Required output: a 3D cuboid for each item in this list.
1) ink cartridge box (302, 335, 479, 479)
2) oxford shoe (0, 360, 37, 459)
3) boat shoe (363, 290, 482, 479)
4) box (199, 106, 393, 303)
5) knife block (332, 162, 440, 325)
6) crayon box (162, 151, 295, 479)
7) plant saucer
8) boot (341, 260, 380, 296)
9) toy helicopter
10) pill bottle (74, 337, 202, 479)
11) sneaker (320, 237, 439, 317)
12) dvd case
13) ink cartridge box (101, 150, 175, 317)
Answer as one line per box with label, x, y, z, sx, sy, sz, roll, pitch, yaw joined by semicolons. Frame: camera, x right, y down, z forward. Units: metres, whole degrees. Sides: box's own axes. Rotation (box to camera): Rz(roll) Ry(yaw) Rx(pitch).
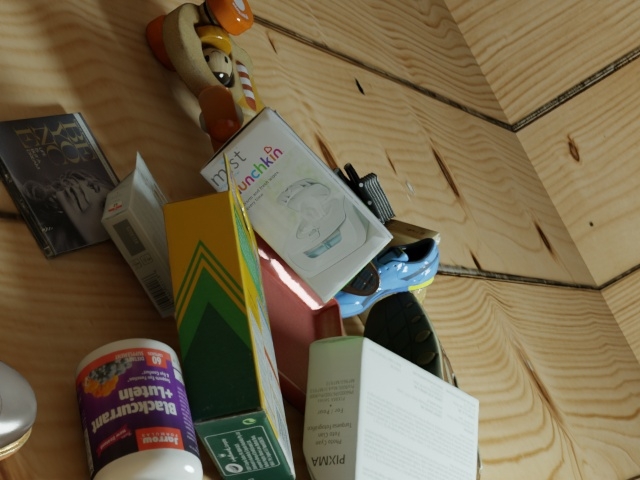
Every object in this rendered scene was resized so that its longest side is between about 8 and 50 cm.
ink cartridge box;0.089;0.348;1.802;0.308;0.091;0.385;33;56;-49
oxford shoe;-0.337;0.096;1.123;0.363;0.132;0.130;28;35;-54
boat shoe;0.154;0.238;2.093;0.120;0.122;0.324;29;43;-62
box;-0.025;-0.049;1.855;0.231;0.127;0.262;45;2;0
knife block;0.053;0.026;2.217;0.088;0.242;0.276;-28;132;-69
crayon box;-0.105;0.093;1.583;0.203;0.083;0.323;74;5;-58
plant saucer;-0.057;0.108;1.870;0.258;0.047;0.259;44;24;-34
boot;0.000;0.000;2.044;0.219;0.082;0.106;36;11;4
toy helicopter;-0.110;-0.188;2.050;0.355;0.140;0.235;50;22;-31
pill bottle;-0.175;0.202;1.381;0.108;0.108;0.194;34;31;-48
sneaker;0.079;0.047;2.068;0.069;0.209;0.082;54;-26;37
dvd case;-0.292;-0.068;1.622;0.165;0.018;0.221;60;20;3
ink cartridge box;-0.205;-0.011;1.692;0.145;0.045;0.179;61;7;-24
